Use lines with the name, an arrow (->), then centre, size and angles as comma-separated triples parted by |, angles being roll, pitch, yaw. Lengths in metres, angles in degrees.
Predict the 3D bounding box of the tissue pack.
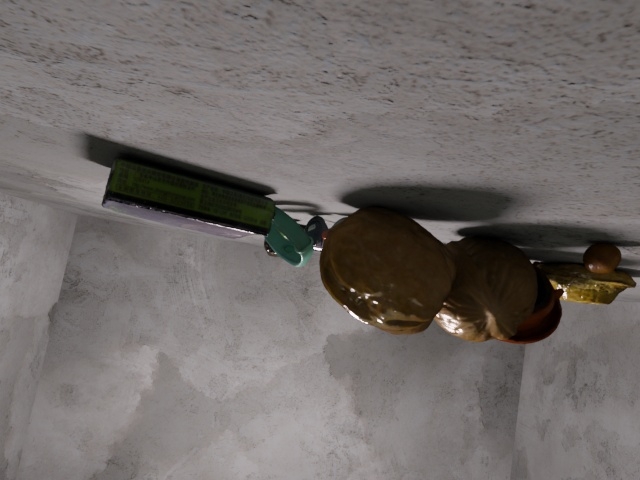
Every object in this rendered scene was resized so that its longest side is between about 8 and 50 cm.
tissue pack -> -0.355, -0.099, 1.080 | 0.394, 0.124, 0.288 | 13, 174, -30

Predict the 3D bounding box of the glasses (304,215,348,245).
glasses -> 0.101, 0.000, 1.327 | 0.234, 0.118, 0.268 | 3, 171, 42

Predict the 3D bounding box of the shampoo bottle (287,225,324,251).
shampoo bottle -> 0.000, 0.000, 1.625 | 0.303, 0.092, 0.092 | 8, 174, 2

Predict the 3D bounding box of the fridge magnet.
fridge magnet -> 0.627, 0.180, 1.370 | 0.363, 0.364, 0.155 | 9, 136, 8

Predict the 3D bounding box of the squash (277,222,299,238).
squash -> -0.161, -0.044, 1.549 | 0.219, 0.077, 0.068 | 2, 130, 45

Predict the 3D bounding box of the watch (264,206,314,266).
watch -> -0.108, -0.012, 1.266 | 0.237, 0.068, 0.195 | 34, 152, 36

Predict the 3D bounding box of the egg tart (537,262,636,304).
egg tart -> 0.936, 0.161, 1.456 | 0.341, 0.129, 0.341 | 8, 173, 1

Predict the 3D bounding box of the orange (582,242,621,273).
orange -> 0.680, 0.042, 0.975 | 0.085, 0.085, 0.085 | 10, 174, 1

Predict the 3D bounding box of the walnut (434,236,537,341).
walnut -> 0.446, 0.136, 1.136 | 0.332, 0.333, 0.333 | 10, 174, 1

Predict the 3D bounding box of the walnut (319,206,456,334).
walnut -> 0.156, 0.071, 1.017 | 0.344, 0.306, 0.306 | 37, -176, 21

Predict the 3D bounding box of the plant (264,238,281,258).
plant -> -0.200, 0.020, 1.981 | 0.132, 0.129, 0.194 | 11, 171, 13
